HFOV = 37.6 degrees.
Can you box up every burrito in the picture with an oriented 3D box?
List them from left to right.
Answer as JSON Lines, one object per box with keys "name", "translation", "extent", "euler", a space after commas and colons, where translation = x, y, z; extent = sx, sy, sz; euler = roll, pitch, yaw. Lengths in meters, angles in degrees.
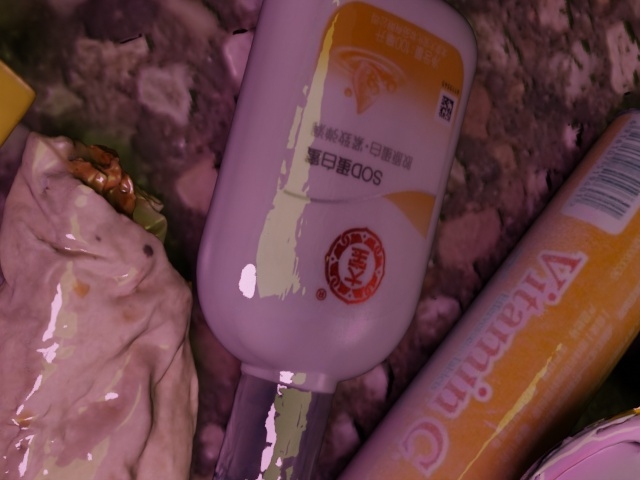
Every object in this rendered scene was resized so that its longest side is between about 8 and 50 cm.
{"name": "burrito", "translation": [-0.120, 0.147, 0.466], "extent": [0.117, 0.076, 0.392], "euler": [4, 93, -39]}

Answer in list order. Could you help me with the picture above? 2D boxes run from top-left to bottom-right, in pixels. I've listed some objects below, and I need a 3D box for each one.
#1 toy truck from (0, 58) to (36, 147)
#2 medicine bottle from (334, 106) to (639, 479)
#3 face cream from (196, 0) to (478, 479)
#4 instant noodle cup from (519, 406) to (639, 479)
{"name": "toy truck", "translation": [-0.157, -0.168, 0.372], "extent": [0.254, 0.180, 0.405], "euler": [40, 73, -30]}
{"name": "medicine bottle", "translation": [0.098, 0.103, 0.549], "extent": [0.108, 0.108, 0.426], "euler": [47, 74, -21]}
{"name": "face cream", "translation": [0.000, 0.000, 0.511], "extent": [0.143, 0.071, 0.291], "euler": [19, 85, -35]}
{"name": "instant noodle cup", "translation": [0.192, 0.217, 0.460], "extent": [0.264, 0.264, 0.200], "euler": [-43, 141, -17]}
